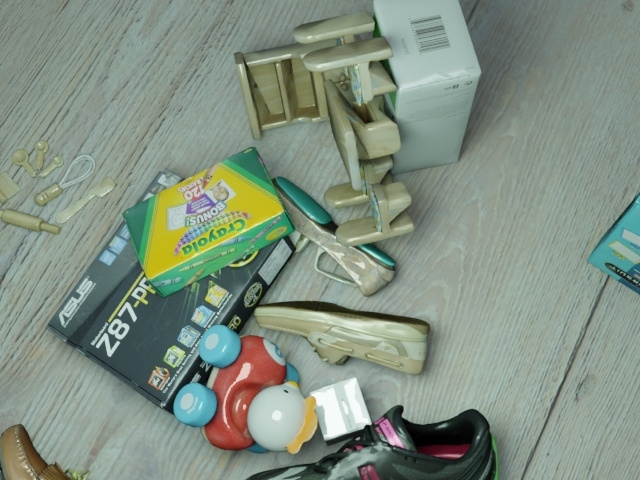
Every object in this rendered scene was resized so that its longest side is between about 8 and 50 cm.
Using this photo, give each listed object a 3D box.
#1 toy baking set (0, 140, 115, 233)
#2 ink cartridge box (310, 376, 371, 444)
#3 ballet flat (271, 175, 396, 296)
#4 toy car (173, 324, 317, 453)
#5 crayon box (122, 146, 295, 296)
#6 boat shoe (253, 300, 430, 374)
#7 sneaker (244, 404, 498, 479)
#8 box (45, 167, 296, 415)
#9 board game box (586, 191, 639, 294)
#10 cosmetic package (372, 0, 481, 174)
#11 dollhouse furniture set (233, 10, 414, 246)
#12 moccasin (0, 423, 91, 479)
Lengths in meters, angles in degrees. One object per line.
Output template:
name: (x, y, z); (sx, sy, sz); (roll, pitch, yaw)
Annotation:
toy baking set: (-0.570, -0.109, 1.788); (0.256, 0.030, 0.196); (20, 74, 9)
ink cartridge box: (0.037, 0.311, 1.560); (0.090, 0.143, 0.092); (-19, 72, -3)
ballet flat: (0.000, 0.000, 1.689); (0.316, 0.107, 0.106); (38, 106, 15)
toy car: (-0.083, 0.280, 1.492); (0.238, 0.219, 0.210); (8, 69, 40)
crayon box: (-0.206, -0.035, 1.584); (0.279, 0.081, 0.165); (-27, 60, 0)
boat shoe: (0.030, 0.183, 1.614); (0.341, 0.122, 0.110); (8, 95, 18)
sneaker: (0.078, 0.379, 1.454); (0.483, 0.185, 0.202); (-8, 115, -21)
box: (-0.284, 0.090, 1.645); (0.318, 0.097, 0.394); (28, 75, 27)
board game box: (0.638, 0.029, 1.516); (0.254, 0.336, 0.079); (35, 77, 13)
cosmetic package: (0.190, -0.290, 1.628); (0.155, 0.365, 0.196); (-13, 70, -3)
dollhouse furniture set: (-0.008, -0.233, 1.619); (0.257, 0.362, 0.394); (-13, 35, -2)
moccasin: (-0.444, 0.485, 1.534); (0.147, 0.139, 0.380); (-36, 74, -9)
